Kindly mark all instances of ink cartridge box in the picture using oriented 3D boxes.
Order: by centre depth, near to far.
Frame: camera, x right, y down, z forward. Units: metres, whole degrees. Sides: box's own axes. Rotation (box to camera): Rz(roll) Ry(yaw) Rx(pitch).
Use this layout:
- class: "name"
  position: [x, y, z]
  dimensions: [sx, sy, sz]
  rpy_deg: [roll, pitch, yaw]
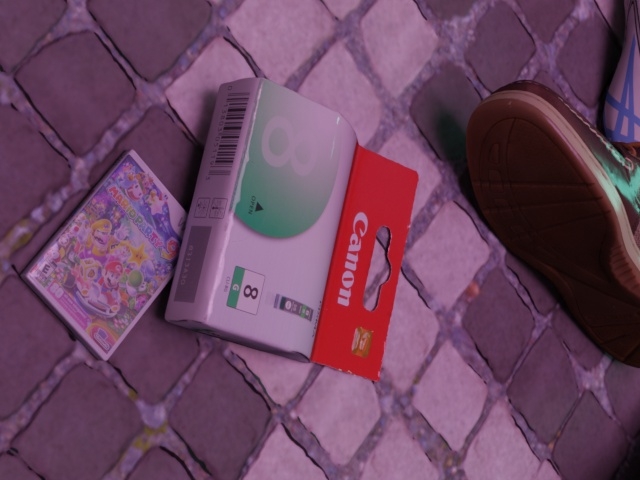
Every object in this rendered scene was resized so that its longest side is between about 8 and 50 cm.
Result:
- class: "ink cartridge box"
  position: [0.000, 0.000, 1.169]
  dimensions: [0.224, 0.056, 0.181]
  rpy_deg: [20, 78, -40]

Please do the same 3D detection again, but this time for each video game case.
- class: "video game case"
  position: [-0.141, 0.010, 1.084]
  dimensions: [0.087, 0.011, 0.122]
  rpy_deg: [51, 59, -27]

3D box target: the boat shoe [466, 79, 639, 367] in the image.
- class: "boat shoe"
  position: [0.239, -0.030, 1.341]
  dimensions: [0.342, 0.123, 0.123]
  rpy_deg: [48, 53, -33]

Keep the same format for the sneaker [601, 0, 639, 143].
- class: "sneaker"
  position: [0.311, -0.145, 1.417]
  dimensions: [0.085, 0.086, 0.237]
  rpy_deg: [9, 85, -41]
